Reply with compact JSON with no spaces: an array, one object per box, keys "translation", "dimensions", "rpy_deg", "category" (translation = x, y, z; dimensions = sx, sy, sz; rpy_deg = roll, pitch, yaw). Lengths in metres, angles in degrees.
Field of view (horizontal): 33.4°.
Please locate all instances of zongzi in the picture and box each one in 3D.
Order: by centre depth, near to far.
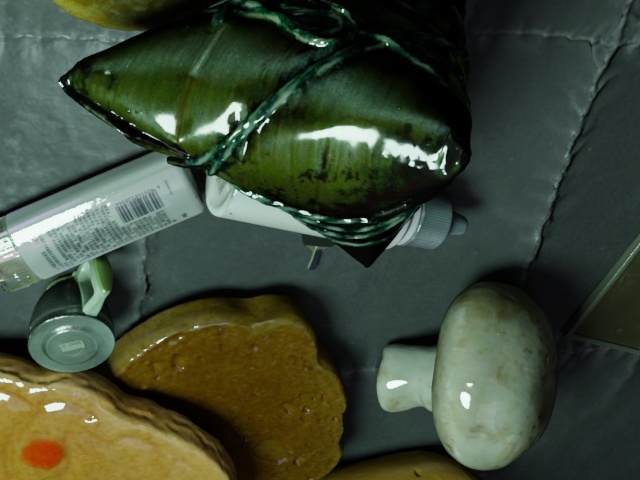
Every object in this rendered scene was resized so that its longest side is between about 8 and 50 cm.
[{"translation":[0.018,-0.079,0.959],"dimensions":[0.319,0.383,0.362],"rpy_deg":[18,123,20],"category":"zongzi"}]

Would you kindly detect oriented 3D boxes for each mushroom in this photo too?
[{"translation":[0.180,0.167,1.348],"dimensions":[0.243,0.243,0.243],"rpy_deg":[-10,133,-12],"category":"mushroom"}]

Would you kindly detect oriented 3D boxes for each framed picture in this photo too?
[{"translation":[0.472,0.056,1.458],"dimensions":[0.189,0.023,0.260],"rpy_deg":[12,125,-28],"category":"framed picture"}]

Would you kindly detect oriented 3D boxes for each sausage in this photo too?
[{"translation":[0.073,0.368,1.509],"dimensions":[0.354,0.134,0.116],"rpy_deg":[-13,89,-22],"category":"sausage"}]

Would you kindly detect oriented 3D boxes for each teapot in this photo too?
[{"translation":[-0.259,0.076,1.161],"dimensions":[0.124,0.091,0.092],"rpy_deg":[-28,134,13],"category":"teapot"}]

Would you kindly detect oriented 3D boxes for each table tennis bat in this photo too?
[{"translation":[0.000,0.000,1.245],"dimensions":[0.050,0.007,0.083],"rpy_deg":[2,128,-22],"category":"table tennis bat"}]

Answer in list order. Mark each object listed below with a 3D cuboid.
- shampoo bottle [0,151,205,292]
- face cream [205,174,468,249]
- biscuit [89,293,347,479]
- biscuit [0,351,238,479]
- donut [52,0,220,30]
[{"translation":[-0.238,-0.021,1.105],"dimensions":[0.227,0.056,0.086],"rpy_deg":[-24,136,1],"category":"shampoo bottle"},{"translation":[0.032,-0.042,1.163],"dimensions":[0.311,0.092,0.092],"rpy_deg":[11,125,-27],"category":"face cream"},{"translation":[-0.121,0.218,1.349],"dimensions":[0.359,0.074,0.381],"rpy_deg":[-36,135,17],"category":"biscuit"},{"translation":[-0.316,0.285,1.274],"dimensions":[0.455,0.078,0.350],"rpy_deg":[19,122,-16],"category":"biscuit"},{"translation":[-0.127,-0.285,0.865],"dimensions":[0.261,0.128,0.208],"rpy_deg":[-38,132,16],"category":"donut"}]
